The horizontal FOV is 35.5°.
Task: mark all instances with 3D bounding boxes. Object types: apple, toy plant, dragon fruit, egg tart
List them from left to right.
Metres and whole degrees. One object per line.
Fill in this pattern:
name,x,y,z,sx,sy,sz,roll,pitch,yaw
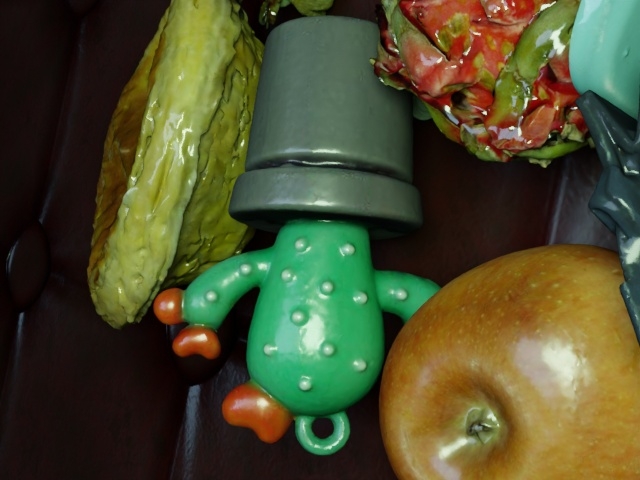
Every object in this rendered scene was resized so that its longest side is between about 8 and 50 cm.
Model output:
egg tart,-0.148,-0.098,1.158,0.443,0.178,0.443,-165,90,-72
toy plant,0.012,0.002,0.956,0.185,0.279,0.400,-10,72,54
dragon fruit,0.170,-0.201,0.862,0.231,0.237,0.303,-17,61,48
apple,0.174,0.131,0.806,0.271,0.206,0.252,-13,75,43

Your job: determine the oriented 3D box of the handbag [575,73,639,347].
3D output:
handbag,0.289,0.043,0.654,0.118,0.269,0.326,-32,60,35

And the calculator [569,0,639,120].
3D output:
calculator,0.295,-0.248,0.724,0.054,0.256,0.386,33,103,36

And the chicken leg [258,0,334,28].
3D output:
chicken leg,0.038,-0.435,1.137,0.429,0.152,0.201,-63,32,26

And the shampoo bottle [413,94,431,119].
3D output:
shampoo bottle,0.056,-0.193,1.104,0.204,0.065,0.065,34,106,43
